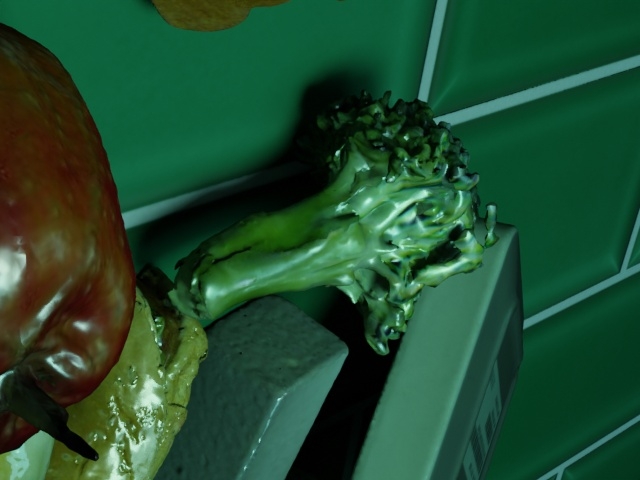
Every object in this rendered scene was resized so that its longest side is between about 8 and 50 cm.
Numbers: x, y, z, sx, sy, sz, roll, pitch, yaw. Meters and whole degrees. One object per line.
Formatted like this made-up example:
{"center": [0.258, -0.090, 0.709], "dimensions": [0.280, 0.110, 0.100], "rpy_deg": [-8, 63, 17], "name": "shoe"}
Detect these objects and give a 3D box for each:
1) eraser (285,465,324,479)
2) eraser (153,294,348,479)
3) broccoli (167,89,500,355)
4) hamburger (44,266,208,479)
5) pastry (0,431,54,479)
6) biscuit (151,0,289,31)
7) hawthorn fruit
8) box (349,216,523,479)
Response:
{"center": [-0.078, 0.396, 1.329], "dimensions": [0.332, 0.101, 0.155], "rpy_deg": [-57, 145, -1], "name": "eraser"}
{"center": [-0.105, 0.219, 1.151], "dimensions": [0.077, 0.111, 0.353], "rpy_deg": [13, 107, -55], "name": "eraser"}
{"center": [0.008, 0.011, 1.064], "dimensions": [0.275, 0.177, 0.199], "rpy_deg": [-41, 138, -19], "name": "broccoli"}
{"center": [-0.181, 0.148, 0.990], "dimensions": [0.124, 0.131, 0.262], "rpy_deg": [19, 97, -54], "name": "hamburger"}
{"center": [-0.264, 0.142, 0.888], "dimensions": [0.156, 0.092, 0.156], "rpy_deg": [-5, 105, -20], "name": "pastry"}
{"center": [-0.081, -0.229, 0.762], "dimensions": [0.306, 0.284, 0.043], "rpy_deg": [21, 62, -33], "name": "biscuit"}
{"center": [-0.202, 0.013, 0.706], "dimensions": [0.254, 0.300, 0.254], "rpy_deg": [-35, 146, -28], "name": "hawthorn fruit"}
{"center": [0.119, 0.195, 1.269], "dimensions": [0.367, 0.090, 0.373], "rpy_deg": [61, 47, -68], "name": "box"}
